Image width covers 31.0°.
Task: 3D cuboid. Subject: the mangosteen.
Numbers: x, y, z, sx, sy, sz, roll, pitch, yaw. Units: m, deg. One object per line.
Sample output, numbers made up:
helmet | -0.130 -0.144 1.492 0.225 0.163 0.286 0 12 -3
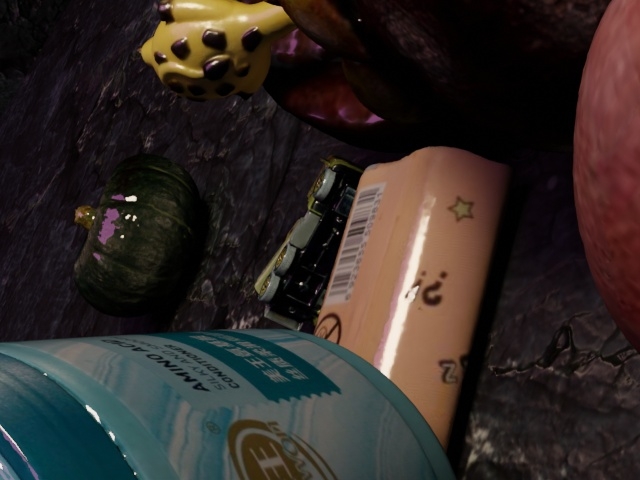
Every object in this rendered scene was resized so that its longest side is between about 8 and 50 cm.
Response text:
mangosteen | 0.115 -0.195 0.711 0.347 0.307 0.307 -22 47 36

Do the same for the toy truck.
toy truck | 0.000 0.000 1.100 0.169 0.077 0.100 -63 12 12

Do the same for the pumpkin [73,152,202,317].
pumpkin | -0.237 -0.007 1.457 0.211 0.152 0.211 -47 25 31

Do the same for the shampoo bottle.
shampoo bottle | -0.119 0.222 0.699 0.331 0.343 0.331 -1 88 35

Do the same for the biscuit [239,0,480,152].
biscuit | 0.105 -0.264 0.998 0.407 0.091 0.407 -17 60 33

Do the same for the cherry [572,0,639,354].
cherry | 0.235 -0.046 0.513 0.213 0.236 0.285 -47 -28 -46

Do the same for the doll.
doll | -0.029 -0.187 0.939 0.291 0.117 0.086 -19 47 32

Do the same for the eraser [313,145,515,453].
eraser | 0.052 0.078 0.921 0.171 0.087 0.290 -16 52 59
